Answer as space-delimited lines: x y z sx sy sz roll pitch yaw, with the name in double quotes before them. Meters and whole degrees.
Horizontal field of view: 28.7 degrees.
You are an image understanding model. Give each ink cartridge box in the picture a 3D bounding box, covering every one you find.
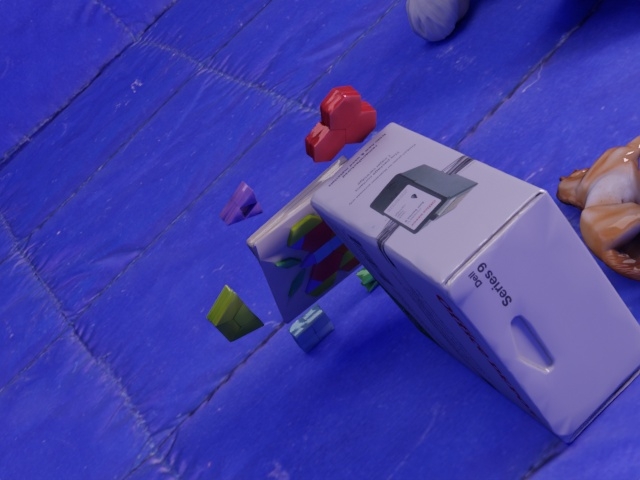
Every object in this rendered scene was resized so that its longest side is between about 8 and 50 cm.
"ink cartridge box" 0.141 0.029 1.143 0.121 0.211 0.289 -43 27 -6

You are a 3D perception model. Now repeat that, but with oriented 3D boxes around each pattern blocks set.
"pattern blocks set" 0.000 0.000 1.307 0.285 0.325 0.026 -46 60 1

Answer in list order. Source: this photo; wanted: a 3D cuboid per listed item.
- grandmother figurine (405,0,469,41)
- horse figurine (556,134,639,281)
"grandmother figurine" 0.250 -0.427 1.814 0.342 0.104 0.208 -49 0 -7
"horse figurine" 0.303 -0.036 1.183 0.174 0.066 0.263 -24 29 21
